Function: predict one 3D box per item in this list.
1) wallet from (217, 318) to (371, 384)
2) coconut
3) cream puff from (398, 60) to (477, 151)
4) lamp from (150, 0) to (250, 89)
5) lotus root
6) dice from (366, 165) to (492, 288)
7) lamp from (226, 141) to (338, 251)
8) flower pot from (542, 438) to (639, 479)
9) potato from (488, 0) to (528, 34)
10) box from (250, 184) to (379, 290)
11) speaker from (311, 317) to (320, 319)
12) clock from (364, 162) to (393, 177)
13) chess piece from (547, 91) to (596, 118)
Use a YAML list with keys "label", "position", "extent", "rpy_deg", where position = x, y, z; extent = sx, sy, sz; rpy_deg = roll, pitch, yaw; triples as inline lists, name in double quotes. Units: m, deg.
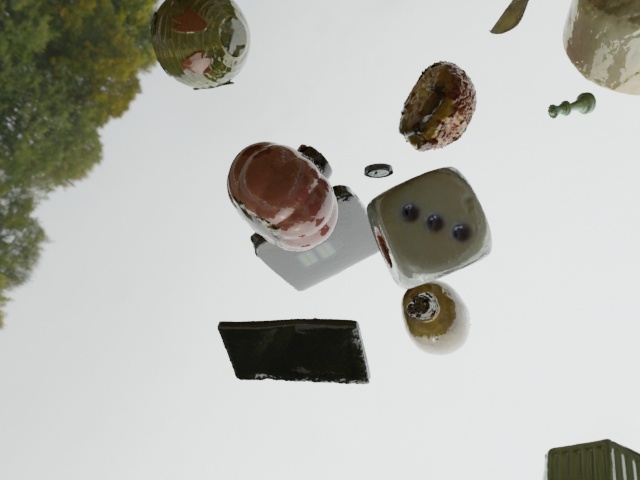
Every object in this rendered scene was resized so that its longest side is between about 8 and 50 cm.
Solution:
- label: "wallet"
  position: [-0.044, 0.177, 0.915]
  extent: [0.244, 0.124, 0.025]
  rpy_deg: [-4, -152, 22]
- label: "coconut"
  position: [0.631, -0.428, 1.093]
  extent: [0.328, 0.329, 0.329]
  rpy_deg: [-23, -136, 24]
- label: "cream puff"
  position: [0.304, -0.336, 1.452]
  extent: [0.240, 0.163, 0.240]
  rpy_deg: [-49, -162, 22]
- label: "lamp"
  position: [-0.313, -0.508, 1.410]
  extent: [0.284, 0.250, 0.250]
  rpy_deg: [15, -113, 36]
- label: "lotus root"
  position: [0.278, 0.185, 1.403]
  extent: [0.182, 0.310, 0.183]
  rpy_deg: [-9, -114, 21]
- label: "dice"
  position: [0.208, -0.022, 1.103]
  extent: [0.191, 0.194, 0.194]
  rpy_deg: [-21, -97, -3]
- label: "lamp"
  position: [-0.082, -0.119, 1.390]
  extent: [0.240, 0.305, 0.305]
  rpy_deg: [-49, -141, -16]
- label: "flower pot"
  position: [0.523, 0.516, 1.046]
  extent: [0.209, 0.240, 0.190]
  rpy_deg: [4, -143, 19]
- label: "potato"
  position: [0.340, -0.397, 0.987]
  extent: [0.093, 0.036, 0.037]
  rpy_deg: [-55, 170, 30]
- label: "box"
  position: [0.000, 0.000, 1.737]
  extent: [0.350, 0.359, 0.091]
  rpy_deg: [-29, -125, 10]
- label: "speaker"
  position: [0.005, 0.242, 1.557]
  extent: [0.094, 0.075, 0.060]
  rpy_deg: [-60, 173, -62]
- label: "clock"
  position: [0.164, -0.196, 1.591]
  extent: [0.085, 0.085, 0.017]
  rpy_deg: [-10, -105, 35]
- label: "chess piece"
  position: [0.470, -0.251, 1.067]
  extent: [0.093, 0.042, 0.042]
  rpy_deg: [-17, -142, -13]
